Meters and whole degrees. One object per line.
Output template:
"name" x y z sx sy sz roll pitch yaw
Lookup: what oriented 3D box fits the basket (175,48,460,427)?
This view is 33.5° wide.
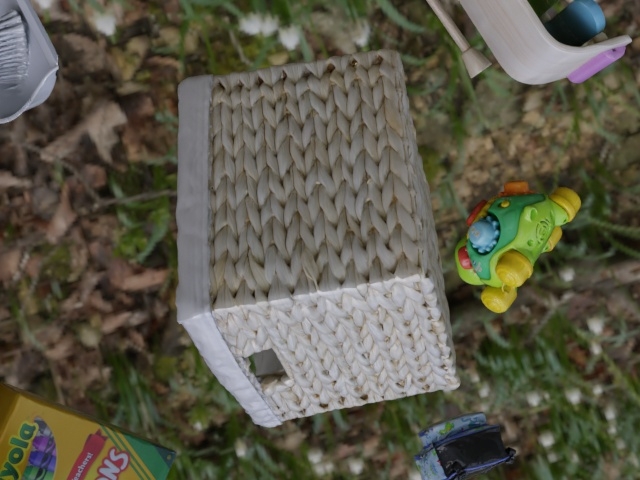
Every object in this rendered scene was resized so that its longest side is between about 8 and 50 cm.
"basket" 0.000 0.000 1.251 0.266 0.331 0.328 -11 148 8

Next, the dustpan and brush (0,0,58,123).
"dustpan and brush" -0.301 -0.148 0.963 0.060 0.147 0.211 -22 162 -28

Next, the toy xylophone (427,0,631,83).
"toy xylophone" 0.170 -0.290 1.091 0.081 0.322 0.236 -33 -172 -12

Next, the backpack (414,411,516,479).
"backpack" 0.176 0.273 1.383 0.105 0.084 0.114 -12 161 -24

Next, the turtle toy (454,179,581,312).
"turtle toy" 0.143 0.002 0.835 0.095 0.066 0.130 -49 167 -24

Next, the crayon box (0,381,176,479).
"crayon box" -0.372 0.325 1.438 0.318 0.202 0.081 30 168 -35
